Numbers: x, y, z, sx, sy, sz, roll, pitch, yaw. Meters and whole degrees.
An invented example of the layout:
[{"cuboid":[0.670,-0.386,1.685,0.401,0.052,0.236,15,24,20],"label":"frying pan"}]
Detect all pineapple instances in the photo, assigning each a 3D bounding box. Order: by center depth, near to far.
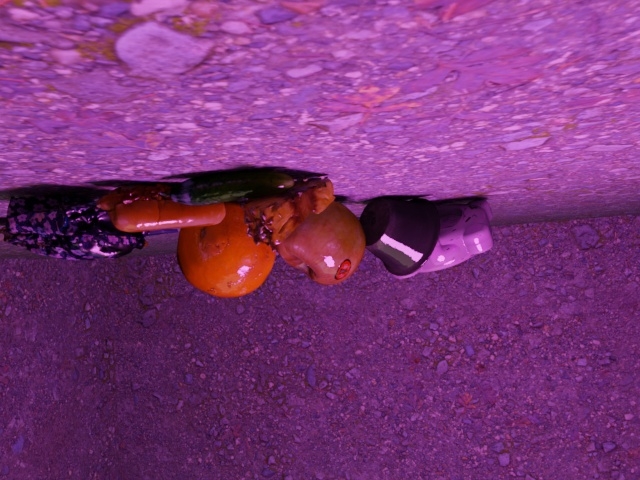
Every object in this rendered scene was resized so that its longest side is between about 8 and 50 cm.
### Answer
[{"cuboid":[-0.081,-0.057,0.995,0.135,0.080,0.233,4,-156,31],"label":"pineapple"}]

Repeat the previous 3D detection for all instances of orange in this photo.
[{"cuboid":[-0.235,0.024,1.325,0.245,0.246,0.246,-4,177,0],"label":"orange"}]

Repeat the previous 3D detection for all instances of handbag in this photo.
[{"cuboid":[-0.468,-0.023,1.048,0.207,0.127,0.228,9,180,21],"label":"handbag"}]

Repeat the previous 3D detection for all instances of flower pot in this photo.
[{"cuboid":[0.199,-0.030,1.472,0.148,0.236,0.235,19,165,-30],"label":"flower pot"}]

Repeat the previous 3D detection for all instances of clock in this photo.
[{"cuboid":[0.368,-0.015,1.644,0.322,0.113,0.296,-18,-158,25],"label":"clock"}]

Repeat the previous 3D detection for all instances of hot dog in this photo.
[{"cuboid":[-0.295,-0.068,1.008,0.249,0.102,0.076,-4,137,-36],"label":"hot dog"}]

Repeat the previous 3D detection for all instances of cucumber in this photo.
[{"cuboid":[-0.171,-0.094,0.943,0.249,0.056,0.056,-7,177,8],"label":"cucumber"}]

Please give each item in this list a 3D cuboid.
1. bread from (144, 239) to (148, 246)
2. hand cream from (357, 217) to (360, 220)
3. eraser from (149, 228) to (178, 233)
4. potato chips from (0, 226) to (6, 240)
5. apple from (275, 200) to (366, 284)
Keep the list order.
[{"cuboid":[-0.672,-0.010,1.647,0.232,0.088,0.160,-2,173,15],"label":"bread"},{"cuboid":[0.193,-0.070,2.034,0.312,0.070,0.111,-12,176,-7],"label":"hand cream"},{"cuboid":[-0.583,-0.034,1.752,0.224,0.036,0.082,-6,179,22],"label":"eraser"},{"cuboid":[-0.824,-0.018,1.385,0.201,0.029,0.220,-17,-174,10],"label":"potato chips"},{"cuboid":[0.000,0.000,1.393,0.260,0.194,0.261,30,160,12],"label":"apple"}]
